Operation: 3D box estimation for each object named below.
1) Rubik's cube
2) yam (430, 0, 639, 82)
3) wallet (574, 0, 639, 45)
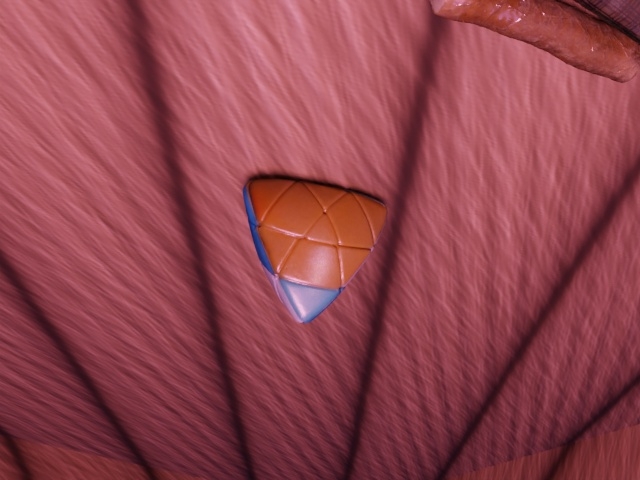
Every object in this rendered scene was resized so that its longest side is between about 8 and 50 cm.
[{"bbox_3d":[0.000,0.000,0.984,0.255,0.254,0.254,-1,142,-1],"label":"Rubik's cube"},{"bbox_3d":[0.266,-0.264,0.696,0.300,0.066,0.066,14,139,-17],"label":"yam"},{"bbox_3d":[0.340,-0.325,0.613,0.317,0.044,0.169,20,125,-21],"label":"wallet"}]
